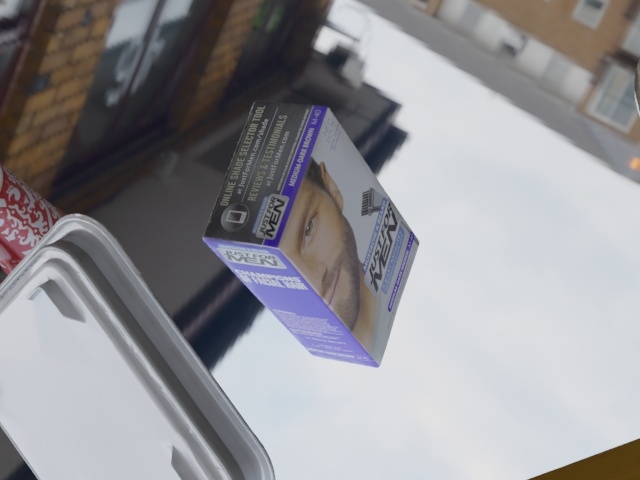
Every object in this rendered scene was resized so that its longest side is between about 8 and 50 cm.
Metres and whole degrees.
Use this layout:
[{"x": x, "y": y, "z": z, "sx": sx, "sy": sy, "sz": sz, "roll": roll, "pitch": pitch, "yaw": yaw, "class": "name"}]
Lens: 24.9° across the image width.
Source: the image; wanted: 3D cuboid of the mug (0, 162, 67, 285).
[{"x": -0.401, "y": -0.018, "z": 1.865, "sx": 0.150, "sy": 0.113, "sz": 0.169, "roll": 66, "pitch": -174, "yaw": 32, "class": "mug"}]

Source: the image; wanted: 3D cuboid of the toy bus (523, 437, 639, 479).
[{"x": 0.250, "y": 0.278, "z": 1.330, "sx": 0.333, "sy": 0.130, "sz": 0.108, "roll": -17, "pitch": -164, "yaw": -13, "class": "toy bus"}]

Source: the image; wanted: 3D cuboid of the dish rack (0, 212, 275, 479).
[{"x": -0.217, "y": 0.169, "z": 1.391, "sx": 0.333, "sy": 0.285, "sz": 0.072, "roll": 53, "pitch": -138, "yaw": 4, "class": "dish rack"}]

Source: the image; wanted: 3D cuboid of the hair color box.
[{"x": 0.000, "y": 0.000, "z": 1.731, "sx": 0.110, "sy": 0.185, "sz": 0.339, "roll": 7, "pitch": 156, "yaw": 29, "class": "hair color box"}]

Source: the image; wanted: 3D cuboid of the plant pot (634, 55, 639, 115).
[{"x": 0.455, "y": -0.088, "z": 1.455, "sx": 0.257, "sy": 0.256, "sz": 0.274, "roll": 21, "pitch": -141, "yaw": -11, "class": "plant pot"}]
